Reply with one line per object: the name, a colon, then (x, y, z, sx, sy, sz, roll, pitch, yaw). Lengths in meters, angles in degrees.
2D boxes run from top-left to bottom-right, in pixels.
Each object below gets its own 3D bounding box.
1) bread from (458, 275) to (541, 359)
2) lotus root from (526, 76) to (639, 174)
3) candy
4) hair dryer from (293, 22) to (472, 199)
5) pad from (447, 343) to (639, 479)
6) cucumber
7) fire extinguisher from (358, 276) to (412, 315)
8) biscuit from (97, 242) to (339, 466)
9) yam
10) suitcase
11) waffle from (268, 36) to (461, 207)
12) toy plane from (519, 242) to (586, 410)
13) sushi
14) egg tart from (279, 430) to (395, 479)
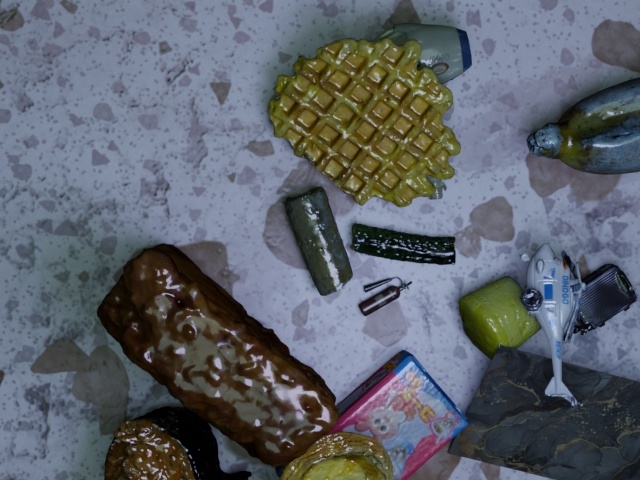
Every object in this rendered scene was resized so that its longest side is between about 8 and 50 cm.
bread: (0.308, 0.137, 1.906, 0.114, 0.111, 0.129, -34, 130, -12)
lotus root: (0.508, -0.187, 1.910, 0.322, 0.140, 0.158, -14, 76, 1)
candy: (0.085, 0.346, 1.908, 0.306, 0.100, 0.157, -42, 96, -3)
hair dryer: (0.094, -0.232, 1.902, 0.296, 0.119, 0.298, 10, 104, 1)
pad: (0.434, 0.321, 1.925, 0.367, 0.007, 0.247, 16, 119, -5)
cucumber: (0.145, 0.009, 1.925, 0.187, 0.058, 0.058, 9, 91, -7)
fire extinguisher: (0.109, 0.089, 1.940, 0.100, 0.032, 0.046, -30, 60, -3)
biscuit: (-0.160, 0.181, 1.764, 0.395, 0.342, 0.166, 41, 91, -3)
yam: (0.000, 0.000, 1.901, 0.078, 0.078, 0.179, -22, 93, -4)
suitcase: (0.484, 0.101, 1.956, 0.126, 0.059, 0.086, -33, 95, -5)
waffle: (0.076, -0.189, 1.856, 0.307, 0.060, 0.312, -14, 111, 18)
toy plane: (0.384, 0.140, 1.839, 0.107, 0.182, 0.273, -1, 89, 13)
sushi: (-0.229, 0.445, 1.832, 0.234, 0.207, 0.348, -13, 90, 2)
egg tart: (0.019, 0.395, 1.795, 0.212, 0.090, 0.212, -6, 110, -16)
